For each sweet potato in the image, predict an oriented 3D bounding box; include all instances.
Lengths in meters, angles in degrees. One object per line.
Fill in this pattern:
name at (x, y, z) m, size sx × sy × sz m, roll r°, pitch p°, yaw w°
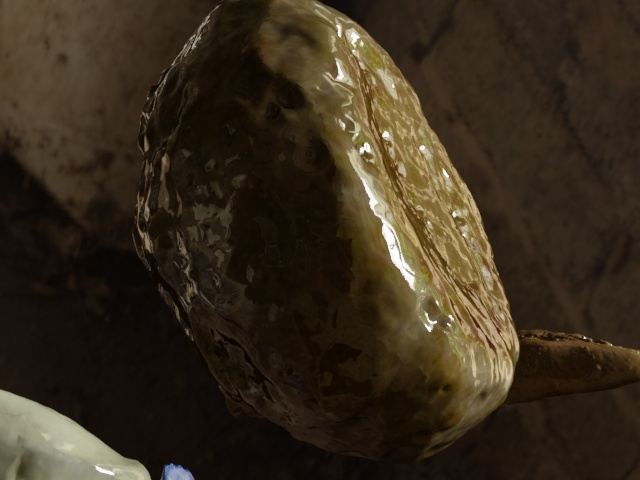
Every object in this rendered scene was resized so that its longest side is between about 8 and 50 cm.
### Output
sweet potato at (0.180, 0.101, 1.194) m, size 0.206 × 0.060 × 0.068 m, roll -1°, pitch 49°, yaw 19°

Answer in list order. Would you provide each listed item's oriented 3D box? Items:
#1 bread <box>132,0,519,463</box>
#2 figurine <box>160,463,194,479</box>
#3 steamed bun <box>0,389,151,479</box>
bread at (0.000, 0.000, 0.685) m, size 0.230 × 0.123 × 0.230 m, roll 54°, pitch 18°, yaw -25°
figurine at (-0.196, 0.329, 1.456) m, size 0.164 × 0.262 × 0.120 m, roll 37°, pitch 31°, yaw -8°
steamed bun at (-0.389, 0.277, 1.200) m, size 0.456 × 0.290 × 0.371 m, roll 19°, pitch 80°, yaw -5°
